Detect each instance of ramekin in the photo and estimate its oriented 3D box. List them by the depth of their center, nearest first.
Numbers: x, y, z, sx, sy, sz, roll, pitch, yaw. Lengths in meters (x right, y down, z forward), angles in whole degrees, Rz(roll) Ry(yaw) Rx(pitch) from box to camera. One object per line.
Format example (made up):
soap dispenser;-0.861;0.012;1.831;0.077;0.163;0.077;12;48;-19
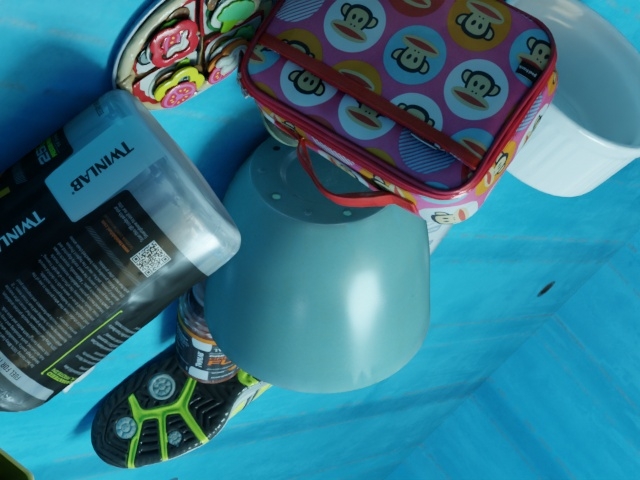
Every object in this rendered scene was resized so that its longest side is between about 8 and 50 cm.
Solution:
ramekin;0.316;-0.191;1.892;0.277;0.277;0.135;-18;158;-46

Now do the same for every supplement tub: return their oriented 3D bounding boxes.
supplement tub;-0.265;0.026;1.397;0.338;0.207;0.207;-38;160;1
supplement tub;-0.146;0.112;1.941;0.106;0.106;0.198;-31;158;-23

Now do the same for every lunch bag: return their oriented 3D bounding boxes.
lunch bag;0.070;-0.155;1.449;0.258;0.293;0.120;-56;163;-9

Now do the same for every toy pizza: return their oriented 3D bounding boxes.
toy pizza;-0.122;-0.199;1.436;0.201;0.032;0.201;-34;159;-15

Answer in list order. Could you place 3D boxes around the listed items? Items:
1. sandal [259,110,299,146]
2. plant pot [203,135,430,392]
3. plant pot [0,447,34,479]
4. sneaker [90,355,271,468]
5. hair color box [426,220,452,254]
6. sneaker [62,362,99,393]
sandal;0.046;-0.204;1.647;0.302;0.120;0.086;-28;-175;-25
plant pot;0.000;0.000;1.735;0.293;0.293;0.235;-29;142;-28
plant pot;-0.467;0.285;1.574;0.212;0.212;0.187;-51;-177;-17
sneaker;-0.160;0.220;2.097;0.384;0.145;0.147;-31;167;-9
hair color box;0.121;-0.066;2.028;0.185;0.114;0.374;-17;149;-46
sneaker;-0.310;0.107;1.692;0.092;0.087;0.229;-42;168;-14
